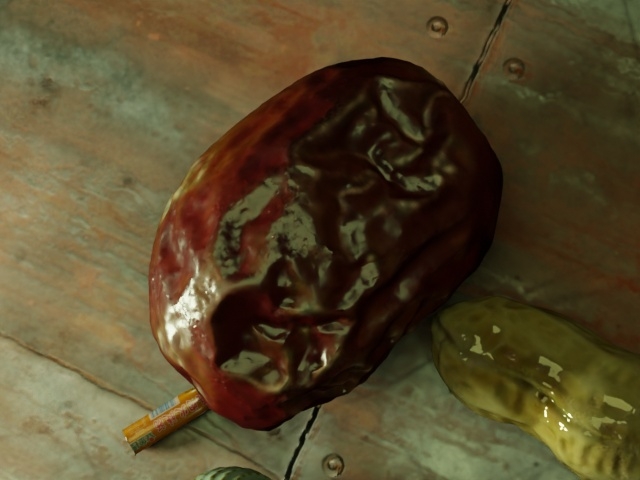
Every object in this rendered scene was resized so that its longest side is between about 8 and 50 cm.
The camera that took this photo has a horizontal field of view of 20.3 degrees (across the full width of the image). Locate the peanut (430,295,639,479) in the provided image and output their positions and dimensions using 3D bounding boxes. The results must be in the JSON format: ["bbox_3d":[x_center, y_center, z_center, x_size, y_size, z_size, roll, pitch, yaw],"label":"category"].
[{"bbox_3d":[0.243,0.147,1.722,0.305,0.147,0.147,31,85,16],"label":"peanut"}]

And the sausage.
[{"bbox_3d":[-0.153,0.181,1.841,0.107,0.031,0.031,-31,75,3],"label":"sausage"}]

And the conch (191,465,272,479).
[{"bbox_3d":[-0.088,0.314,1.752,0.131,0.200,0.172,0,63,-23],"label":"conch"}]

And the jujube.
[{"bbox_3d":[-0.002,0.000,1.746,0.377,0.276,0.276,-43,75,-14],"label":"jujube"}]
